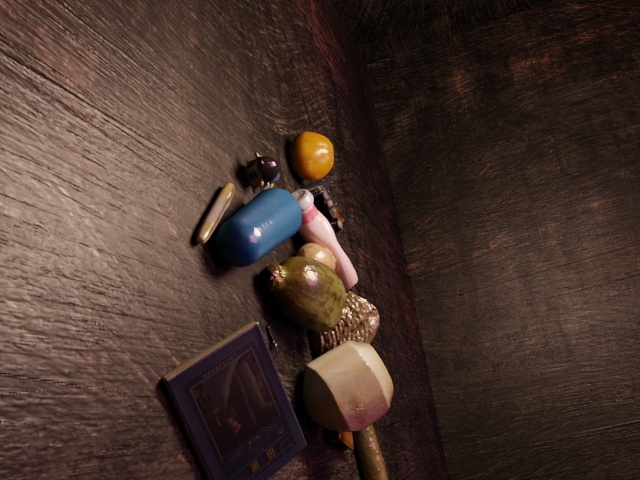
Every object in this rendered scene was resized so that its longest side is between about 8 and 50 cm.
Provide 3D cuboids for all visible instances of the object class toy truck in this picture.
[{"bbox_3d":[0.009,-0.110,1.927,0.092,0.083,0.192,-91,158,-53],"label":"toy truck"}]

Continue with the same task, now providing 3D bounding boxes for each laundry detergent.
[{"bbox_3d":[0.000,0.000,1.734,0.088,0.159,0.335,-42,126,-20],"label":"laundry detergent"}]

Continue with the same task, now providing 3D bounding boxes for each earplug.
[{"bbox_3d":[-0.143,-0.023,1.303,0.273,0.132,0.133,-48,122,-66],"label":"earplug"}]

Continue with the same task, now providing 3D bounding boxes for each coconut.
[{"bbox_3d":[0.060,0.376,1.484,0.241,0.241,0.241,-14,90,-73],"label":"coconut"}]

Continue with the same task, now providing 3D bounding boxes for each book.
[{"bbox_3d":[-0.139,0.303,1.019,0.190,0.025,0.270,-29,108,-33],"label":"book"}]

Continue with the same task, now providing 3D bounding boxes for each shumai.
[{"bbox_3d":[0.068,0.252,1.683,0.166,0.206,0.175,45,-6,9],"label":"shumai"}]

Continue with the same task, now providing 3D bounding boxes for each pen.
[{"bbox_3d":[-0.220,-0.057,1.239,0.233,0.032,0.040,-75,170,-55],"label":"pen"}]

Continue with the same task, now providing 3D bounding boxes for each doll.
[{"bbox_3d":[-0.147,-0.173,1.491,0.179,0.088,0.102,117,-39,-80],"label":"doll"}]

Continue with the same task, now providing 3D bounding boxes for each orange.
[{"bbox_3d":[-0.025,-0.269,1.858,0.159,0.136,0.159,-12,90,-71],"label":"orange"}]

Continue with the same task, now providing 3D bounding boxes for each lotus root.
[{"bbox_3d":[-0.038,0.135,1.475,0.309,0.173,0.173,34,44,-55],"label":"lotus root"}]

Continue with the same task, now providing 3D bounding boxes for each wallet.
[{"bbox_3d":[0.047,0.479,1.643,0.161,0.041,0.196,58,21,-57],"label":"wallet"}]

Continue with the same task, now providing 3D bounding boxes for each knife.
[{"bbox_3d":[-0.107,0.228,1.394,0.245,0.019,0.072,-48,118,-73],"label":"knife"}]

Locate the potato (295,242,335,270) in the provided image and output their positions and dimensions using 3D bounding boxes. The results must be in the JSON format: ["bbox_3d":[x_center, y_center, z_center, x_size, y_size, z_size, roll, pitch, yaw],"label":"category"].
[{"bbox_3d":[-0.020,0.064,1.657,0.147,0.111,0.112,63,19,-60],"label":"potato"}]

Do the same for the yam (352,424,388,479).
[{"bbox_3d":[0.148,0.649,1.762,0.083,0.083,0.372,-20,95,-73],"label":"yam"}]
